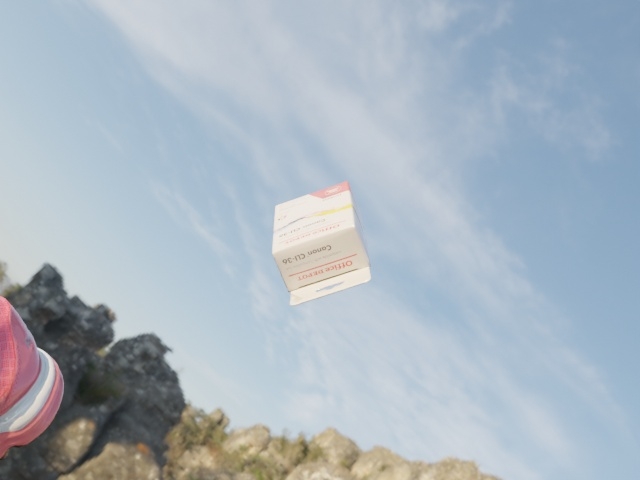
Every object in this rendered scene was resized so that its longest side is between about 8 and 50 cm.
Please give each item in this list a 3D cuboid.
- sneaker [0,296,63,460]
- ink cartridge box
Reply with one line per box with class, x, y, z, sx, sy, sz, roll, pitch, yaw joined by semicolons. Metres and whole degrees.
sneaker;-0.350;0.130;0.523;0.116;0.314;0.136;34;-37;40
ink cartridge box;0.000;0.000;0.998;0.198;0.115;0.067;-95;164;-64
